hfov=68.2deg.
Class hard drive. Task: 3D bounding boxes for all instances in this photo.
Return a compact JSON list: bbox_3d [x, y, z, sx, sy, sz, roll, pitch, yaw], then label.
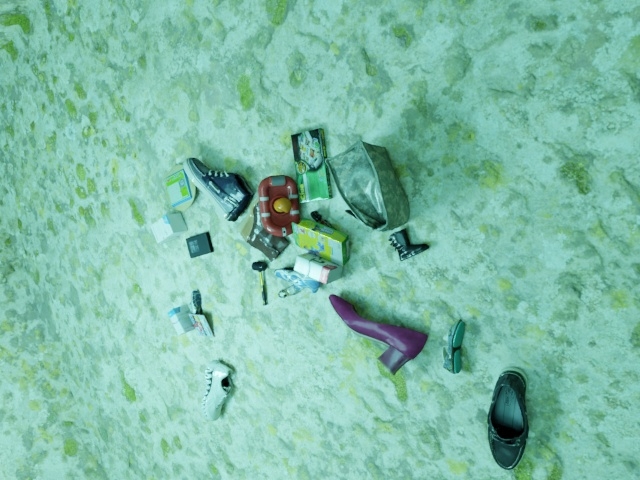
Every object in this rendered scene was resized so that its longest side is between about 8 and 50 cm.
[{"bbox_3d":[-0.544,0.021,2.125,0.135,0.022,0.094,-15,90,33],"label":"hard drive"}]

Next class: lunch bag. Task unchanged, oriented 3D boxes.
[{"bbox_3d":[0.169,-0.157,1.534,0.168,0.235,0.287,-27,83,26],"label":"lunch bag"}]

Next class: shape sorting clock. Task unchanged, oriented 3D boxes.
[{"bbox_3d":[-0.628,-0.237,2.123,0.206,0.040,0.207,7,103,34],"label":"shape sorting clock"}]

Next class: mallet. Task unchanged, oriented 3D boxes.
[{"bbox_3d":[-0.236,0.177,1.958,0.062,0.039,0.190,-9,97,35],"label":"mallet"}]

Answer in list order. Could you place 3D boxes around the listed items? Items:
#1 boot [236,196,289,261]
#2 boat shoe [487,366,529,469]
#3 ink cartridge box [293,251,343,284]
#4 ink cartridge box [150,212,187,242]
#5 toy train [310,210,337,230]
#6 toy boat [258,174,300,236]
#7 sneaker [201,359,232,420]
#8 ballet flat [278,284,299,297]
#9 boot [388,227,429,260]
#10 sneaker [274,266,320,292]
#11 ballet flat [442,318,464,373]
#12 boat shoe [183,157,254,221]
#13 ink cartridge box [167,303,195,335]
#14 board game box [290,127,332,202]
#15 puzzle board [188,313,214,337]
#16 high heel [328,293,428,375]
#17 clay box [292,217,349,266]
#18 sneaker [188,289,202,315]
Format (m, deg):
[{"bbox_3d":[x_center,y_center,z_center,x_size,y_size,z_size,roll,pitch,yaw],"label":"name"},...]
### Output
[{"bbox_3d":[-0.198,-0.061,1.884,0.206,0.090,0.248,41,112,4],"label":"boot"},{"bbox_3d":[0.582,0.574,1.472,0.127,0.113,0.341,13,104,29],"label":"boat shoe"},{"bbox_3d":[-0.007,0.098,1.757,0.150,0.109,0.063,22,110,27],"label":"ink cartridge box"},{"bbox_3d":[-0.700,-0.054,2.168,0.143,0.089,0.092,-26,84,33],"label":"ink cartridge box"},{"bbox_3d":[0.020,-0.055,1.759,0.158,0.036,0.027,43,117,18],"label":"toy train"},{"bbox_3d":[-0.147,-0.128,1.762,0.151,0.150,0.232,-157,61,-74],"label":"toy boat"},{"bbox_3d":[-0.464,0.694,2.143,0.118,0.110,0.293,12,104,20],"label":"sneaker"},{"bbox_3d":[-0.126,0.205,1.889,0.114,0.041,0.041,-26,84,32],"label":"ballet flat"},{"bbox_3d":[0.297,0.006,1.598,0.121,0.045,0.099,-27,80,32],"label":"boot"},{"bbox_3d":[-0.094,0.151,1.837,0.211,0.080,0.082,9,99,31],"label":"sneaker"},{"bbox_3d":[0.432,0.346,1.560,0.070,0.070,0.189,8,99,30],"label":"ballet flat"},{"bbox_3d":[-0.415,-0.252,1.956,0.158,0.127,0.341,-44,83,22],"label":"boat shoe"},{"bbox_3d":[-0.642,0.371,2.202,0.052,0.088,0.123,-35,79,30],"label":"ink cartridge box"},{"bbox_3d":[-0.034,-0.276,1.763,0.136,0.030,0.260,-4,96,30],"label":"board game box"},{"bbox_3d":[-0.547,0.391,2.166,0.096,0.011,0.128,0,121,32],"label":"puzzle board"},{"bbox_3d":[0.198,0.286,1.692,0.181,0.127,0.377,-45,68,-1],"label":"high heel"},{"bbox_3d":[0.000,0.000,1.740,0.221,0.053,0.128,24,142,27],"label":"clay box"},{"bbox_3d":[-0.586,0.296,2.179,0.057,0.052,0.136,4,99,35],"label":"sneaker"}]
